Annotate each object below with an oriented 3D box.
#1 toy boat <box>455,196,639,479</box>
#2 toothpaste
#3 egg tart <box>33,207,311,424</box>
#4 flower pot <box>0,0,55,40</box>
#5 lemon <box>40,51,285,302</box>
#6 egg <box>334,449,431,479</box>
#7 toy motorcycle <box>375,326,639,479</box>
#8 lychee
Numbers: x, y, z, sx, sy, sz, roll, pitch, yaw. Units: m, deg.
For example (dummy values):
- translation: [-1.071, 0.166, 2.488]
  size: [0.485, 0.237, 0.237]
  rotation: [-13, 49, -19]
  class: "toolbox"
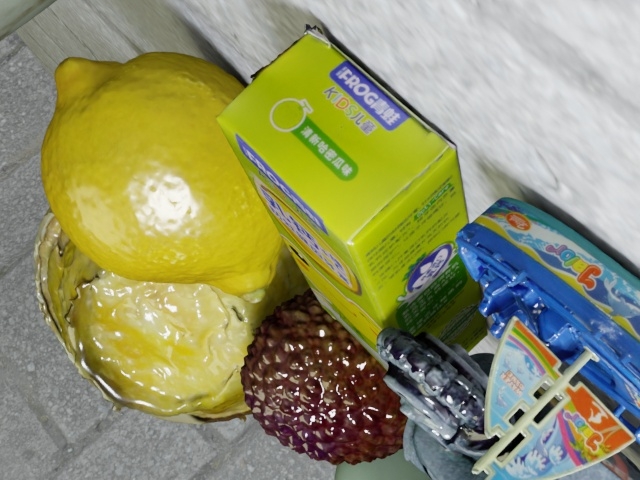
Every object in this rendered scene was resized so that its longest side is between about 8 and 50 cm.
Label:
- translation: [0.107, 0.065, 0.519]
  size: [0.175, 0.110, 0.091]
  rotation: [40, 170, 39]
  class: "toy boat"
- translation: [0.034, 0.002, 0.750]
  size: [0.110, 0.077, 0.327]
  rotation: [46, 173, 23]
  class: "toothpaste"
- translation: [-0.156, 0.076, 1.298]
  size: [0.345, 0.345, 0.132]
  rotation: [50, -161, -18]
  class: "egg tart"
- translation: [-0.388, -0.240, 0.983]
  size: [0.293, 0.330, 0.293]
  rotation: [47, 175, 6]
  class: "flower pot"
- translation: [-0.119, -0.052, 0.954]
  size: [0.244, 0.187, 0.187]
  rotation: [45, 174, -14]
  class: "lemon"
- translation: [0.135, 0.326, 1.378]
  size: [0.282, 0.203, 0.203]
  rotation: [42, 171, 23]
  class: "egg"
- translation: [0.152, 0.156, 0.715]
  size: [0.307, 0.108, 0.173]
  rotation: [40, 174, 5]
  class: "toy motorcycle"
- translation: [0.020, 0.141, 1.179]
  size: [0.188, 0.188, 0.188]
  rotation: [47, 173, 8]
  class: "lychee"
